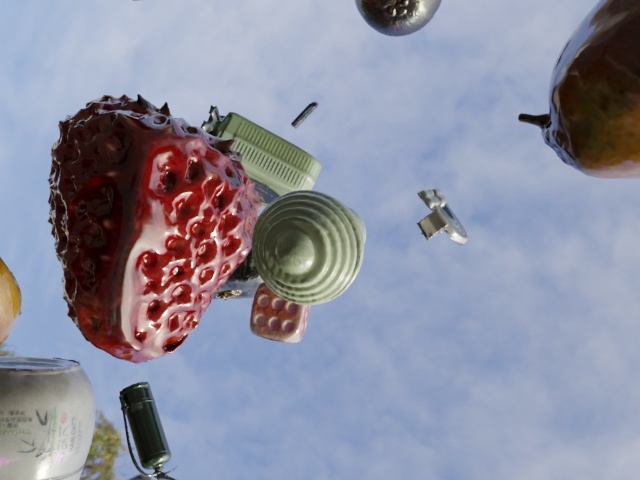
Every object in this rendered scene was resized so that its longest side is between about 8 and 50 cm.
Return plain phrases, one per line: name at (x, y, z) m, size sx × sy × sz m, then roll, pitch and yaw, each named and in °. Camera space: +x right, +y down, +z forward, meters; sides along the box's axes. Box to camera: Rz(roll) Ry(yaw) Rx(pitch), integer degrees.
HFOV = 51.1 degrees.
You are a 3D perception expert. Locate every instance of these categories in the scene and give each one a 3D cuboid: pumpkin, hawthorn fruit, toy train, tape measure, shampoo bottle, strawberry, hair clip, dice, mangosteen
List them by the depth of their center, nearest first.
hawthorn fruit at (0.324, -0.160, 0.687) m, size 0.248 × 0.208 × 0.207 m, roll -23°, pitch -110°, yaw 42°
strawberry at (-0.254, -0.005, 0.955) m, size 0.296 × 0.317 × 0.344 m, roll 12°, pitch -104°, yaw 14°
dice at (-0.069, 0.127, 1.177) m, size 0.093 × 0.091 × 0.094 m, roll 10°, pitch -91°, yaw 7°
shampoo bottle at (-0.571, 0.359, 1.264) m, size 0.273 × 0.273 × 0.266 m, roll 0°, pitch -94°, yaw 32°
tape measure at (-0.127, -0.156, 1.300) m, size 0.235 × 0.207 × 0.115 m, roll 28°, pitch -103°, yaw -10°
pumpkin at (-0.179, 0.038, 1.306) m, size 0.224 × 0.224 × 0.157 m, roll -8°, pitch -105°, yaw 31°
hair clip at (0.249, -0.045, 1.384) m, size 0.054 × 0.220 × 0.140 m, roll -39°, pitch -98°, yaw 21°
mangosteen at (0.180, -0.595, 1.551) m, size 0.216 × 0.216 × 0.216 m, roll -6°, pitch -101°, yaw 32°
toy train at (-0.037, -0.300, 1.586) m, size 0.017 × 0.017 × 0.083 m, roll 40°, pitch -96°, yaw 18°

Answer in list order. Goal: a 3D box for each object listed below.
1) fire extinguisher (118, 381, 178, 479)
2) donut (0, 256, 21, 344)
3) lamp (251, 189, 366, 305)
fire extinguisher at (-0.140, 0.156, 0.534) m, size 0.025 × 0.038 × 0.083 m, roll -42°, pitch -118°, yaw 33°
donut at (-0.435, 0.009, 0.620) m, size 0.317 × 0.150 × 0.299 m, roll -10°, pitch -62°, yaw 45°
lamp at (0.000, 0.000, 0.659) m, size 0.106 × 0.193 × 0.106 m, roll 2°, pitch -82°, yaw 14°
